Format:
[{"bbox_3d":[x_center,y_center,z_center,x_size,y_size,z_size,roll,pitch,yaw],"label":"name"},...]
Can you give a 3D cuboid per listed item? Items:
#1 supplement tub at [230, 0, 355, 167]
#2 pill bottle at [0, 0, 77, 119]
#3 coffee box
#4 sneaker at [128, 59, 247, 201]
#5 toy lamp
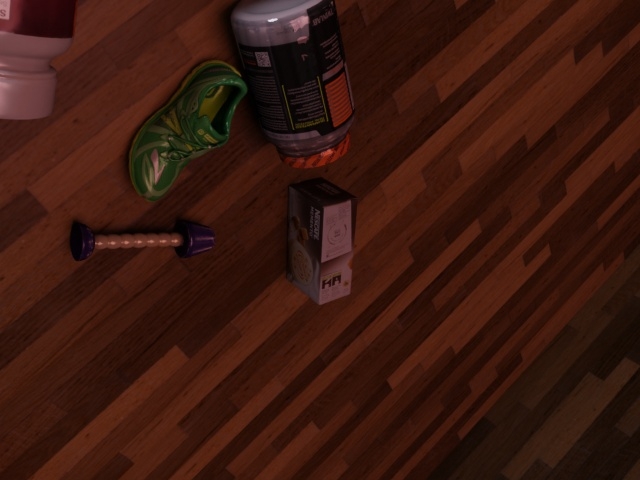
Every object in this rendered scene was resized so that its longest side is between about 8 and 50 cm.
[{"bbox_3d":[-0.042,-0.309,1.291,0.194,0.194,0.315,-32,130,-23],"label":"supplement tub"},{"bbox_3d":[-0.435,-0.374,0.896,0.224,0.224,0.392,-2,115,-40],"label":"pill bottle"},{"bbox_3d":[0.000,0.000,1.538,0.098,0.141,0.246,-17,124,-33],"label":"coffee box"},{"bbox_3d":[-0.243,-0.199,1.230,0.109,0.123,0.295,34,90,-46],"label":"sneaker"},{"bbox_3d":[-0.333,-0.002,1.300,0.275,0.080,0.080,0,113,-38],"label":"toy lamp"}]
